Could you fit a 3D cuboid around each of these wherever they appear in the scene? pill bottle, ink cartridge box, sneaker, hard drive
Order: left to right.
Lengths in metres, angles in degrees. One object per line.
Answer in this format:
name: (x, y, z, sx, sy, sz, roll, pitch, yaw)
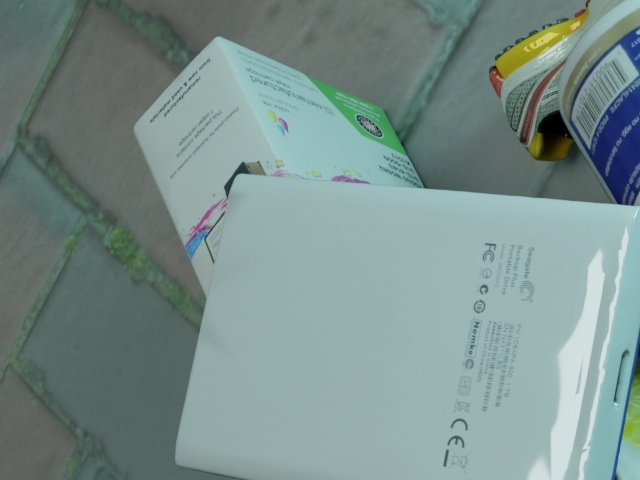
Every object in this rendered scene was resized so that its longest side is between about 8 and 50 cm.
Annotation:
ink cartridge box: (0.000, 0.000, 1.533, 0.117, 0.201, 0.278, -45, 50, 24)
hard drive: (0.055, 0.070, 1.300, 0.319, 0.040, 0.210, 6, 81, 37)
sneaker: (0.224, -0.130, 1.437, 0.225, 0.088, 0.092, -35, 62, 44)
pill bottle: (0.272, -0.032, 1.292, 0.153, 0.153, 0.264, -46, 49, 27)

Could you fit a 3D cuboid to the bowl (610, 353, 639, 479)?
bowl: (0.201, 0.200, 1.286, 0.289, 0.156, 0.289, -16, 66, 40)
